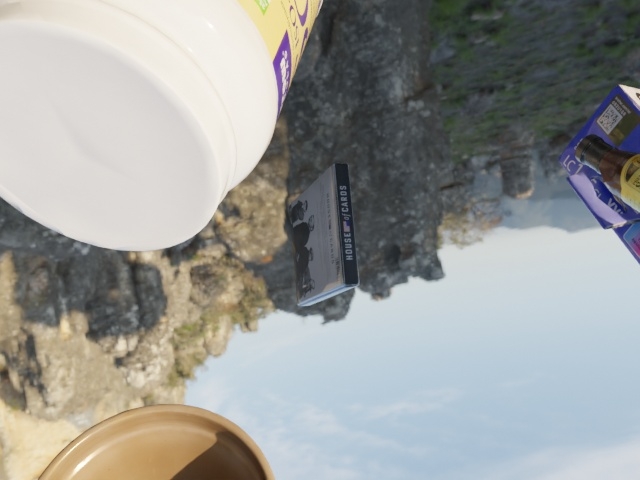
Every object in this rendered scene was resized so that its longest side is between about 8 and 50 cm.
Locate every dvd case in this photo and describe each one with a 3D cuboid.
[{"bbox_3d":[0.000,0.000,1.050,0.029,0.180,0.238,-1,169,-19],"label":"dvd case"}]

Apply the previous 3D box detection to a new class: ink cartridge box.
[{"bbox_3d":[0.529,-0.066,0.935,0.395,0.270,0.151,4,135,-29],"label":"ink cartridge box"}]

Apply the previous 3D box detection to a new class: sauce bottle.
[{"bbox_3d":[0.258,-0.045,0.538,0.042,0.042,0.128,-10,-142,-30],"label":"sauce bottle"}]

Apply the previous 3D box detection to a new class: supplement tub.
[{"bbox_3d":[-0.136,-0.180,0.576,0.240,0.331,0.241,8,138,7],"label":"supplement tub"}]

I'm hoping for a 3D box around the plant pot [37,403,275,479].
[{"bbox_3d":[-0.154,0.287,0.637,0.237,0.237,0.110,-10,139,-12],"label":"plant pot"}]
